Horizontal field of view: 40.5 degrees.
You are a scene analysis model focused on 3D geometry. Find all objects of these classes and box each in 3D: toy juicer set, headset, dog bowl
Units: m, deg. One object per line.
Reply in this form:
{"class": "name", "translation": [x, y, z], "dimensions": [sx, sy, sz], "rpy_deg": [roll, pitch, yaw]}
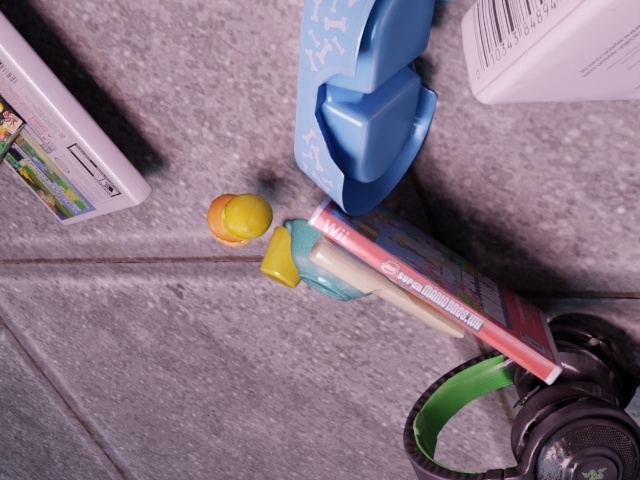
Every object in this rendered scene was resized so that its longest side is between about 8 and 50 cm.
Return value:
{"class": "toy juicer set", "translation": [0.000, 0.000, 0.970], "dimensions": [0.209, 0.089, 0.329], "rpy_deg": [37, 167, -37]}
{"class": "headset", "translation": [0.271, 0.162, 0.938], "dimensions": [0.394, 0.243, 0.185], "rpy_deg": [-15, 112, 22]}
{"class": "dog bowl", "translation": [0.046, -0.159, 0.819], "dimensions": [0.074, 0.166, 0.297], "rpy_deg": [30, 142, 23]}

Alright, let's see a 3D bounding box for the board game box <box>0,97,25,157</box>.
{"class": "board game box", "translation": [-0.488, -0.166, 1.201], "dimensions": [0.136, 0.030, 0.260], "rpy_deg": [45, 153, -13]}

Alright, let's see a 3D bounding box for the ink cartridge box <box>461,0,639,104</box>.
{"class": "ink cartridge box", "translation": [0.285, -0.161, 0.424], "dimensions": [0.324, 0.330, 0.071], "rpy_deg": [138, 124, -67]}

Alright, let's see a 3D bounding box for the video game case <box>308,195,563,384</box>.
{"class": "video game case", "translation": [0.126, 0.034, 0.935], "dimensions": [0.285, 0.204, 0.025], "rpy_deg": [33, 105, 1]}

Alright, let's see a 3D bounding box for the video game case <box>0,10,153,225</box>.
{"class": "video game case", "translation": [-0.395, -0.163, 1.159], "dimensions": [0.329, 0.036, 0.300], "rpy_deg": [51, 151, -19]}
